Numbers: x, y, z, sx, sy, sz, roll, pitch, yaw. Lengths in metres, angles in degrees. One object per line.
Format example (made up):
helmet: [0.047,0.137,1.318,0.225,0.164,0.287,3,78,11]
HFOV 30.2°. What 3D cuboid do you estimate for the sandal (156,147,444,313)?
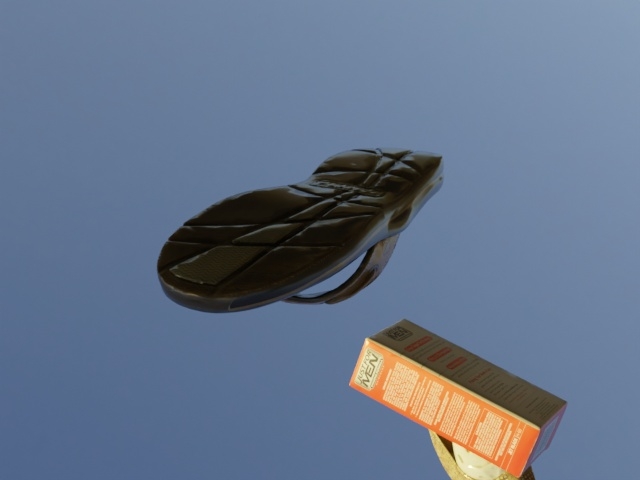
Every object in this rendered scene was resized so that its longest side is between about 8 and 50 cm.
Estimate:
sandal: [0.000,0.000,0.654,0.090,0.060,0.219,11,-155,27]

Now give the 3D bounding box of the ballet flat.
ballet flat: [0.129,0.169,1.108,0.206,0.073,0.067,53,178,28]

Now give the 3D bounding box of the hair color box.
hair color box: [0.101,0.112,0.867,0.141,0.043,0.072,27,-160,22]
